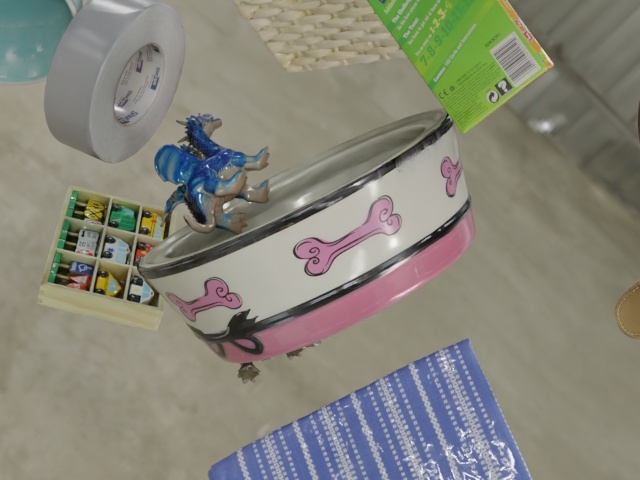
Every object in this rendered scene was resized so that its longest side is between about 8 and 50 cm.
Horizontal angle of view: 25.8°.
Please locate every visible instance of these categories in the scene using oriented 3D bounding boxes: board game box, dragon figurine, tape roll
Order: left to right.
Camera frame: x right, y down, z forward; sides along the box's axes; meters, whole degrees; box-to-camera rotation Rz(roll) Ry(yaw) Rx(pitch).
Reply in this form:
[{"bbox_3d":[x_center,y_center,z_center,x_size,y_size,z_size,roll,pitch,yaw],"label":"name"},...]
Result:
[{"bbox_3d":[-0.262,-0.213,1.800,0.072,0.219,0.219,23,17,17],"label":"tape roll"},{"bbox_3d":[-0.149,-0.064,1.644,0.144,0.085,0.289,7,30,15],"label":"dragon figurine"},{"bbox_3d":[0.132,-0.259,1.539,0.259,0.124,0.039,54,29,3],"label":"board game box"}]

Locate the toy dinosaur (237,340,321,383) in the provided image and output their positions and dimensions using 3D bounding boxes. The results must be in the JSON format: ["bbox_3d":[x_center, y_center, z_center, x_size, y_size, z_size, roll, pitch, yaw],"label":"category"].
[{"bbox_3d":[-0.112,0.092,1.929,0.313,0.121,0.160,50,0,-34],"label":"toy dinosaur"}]

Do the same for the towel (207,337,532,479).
[{"bbox_3d":[0.057,0.281,1.491,0.243,0.336,0.040,67,10,26],"label":"towel"}]

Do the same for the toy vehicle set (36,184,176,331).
[{"bbox_3d":[-0.295,0.020,1.962,0.166,0.035,0.267,13,31,-9],"label":"toy vehicle set"}]

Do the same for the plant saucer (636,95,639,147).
[{"bbox_3d":[0.593,-0.181,2.182,0.050,0.310,0.310,-6,49,-28],"label":"plant saucer"}]

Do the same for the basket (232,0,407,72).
[{"bbox_3d":[0.035,-0.436,1.950,0.328,0.331,0.266,47,46,-53],"label":"basket"}]

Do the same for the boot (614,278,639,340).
[{"bbox_3d":[0.412,0.069,1.587,0.203,0.262,0.095,-14,85,-48],"label":"boot"}]

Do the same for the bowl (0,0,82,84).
[{"bbox_3d":[-0.433,-0.360,1.797,0.311,0.311,0.163,33,55,-26],"label":"bowl"}]

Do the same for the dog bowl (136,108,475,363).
[{"bbox_3d":[0.000,0.000,1.633,0.150,0.408,0.408,64,21,-10],"label":"dog bowl"}]
